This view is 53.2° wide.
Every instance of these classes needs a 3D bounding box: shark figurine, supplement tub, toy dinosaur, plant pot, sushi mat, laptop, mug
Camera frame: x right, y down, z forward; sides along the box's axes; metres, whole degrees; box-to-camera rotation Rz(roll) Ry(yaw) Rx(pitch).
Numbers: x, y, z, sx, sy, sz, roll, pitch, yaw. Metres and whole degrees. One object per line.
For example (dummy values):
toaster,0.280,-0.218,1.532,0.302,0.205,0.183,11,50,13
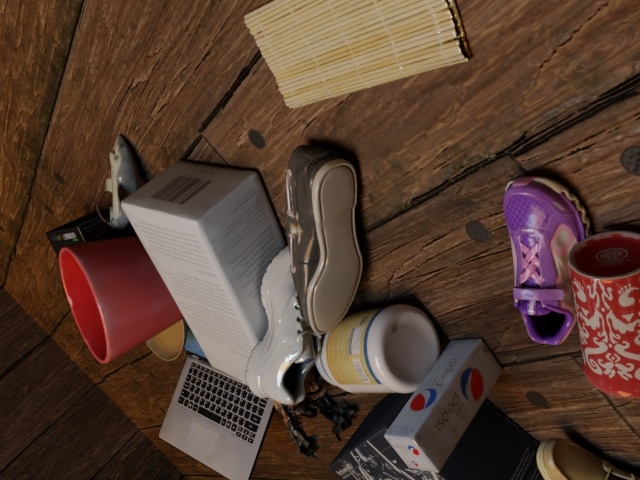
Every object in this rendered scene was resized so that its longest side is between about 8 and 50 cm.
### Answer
shark figurine,-0.414,-0.080,1.408,0.166,0.116,0.278,68,148,29
supplement tub,0.092,0.191,1.106,0.144,0.144,0.200,53,147,-12
toy dinosaur,-0.038,0.378,1.497,0.218,0.164,0.322,42,168,30
plant pot,-0.414,0.103,1.423,0.275,0.243,0.274,32,133,43
sushi mat,0.032,-0.257,0.797,0.317,0.019,0.151,-2,124,48
laptop,-0.329,0.387,1.708,0.382,0.407,0.236,12,169,40
plant pot,-0.424,0.204,1.712,0.236,0.032,0.236,16,113,42
mug,0.362,0.073,0.737,0.169,0.150,0.113,65,173,-28

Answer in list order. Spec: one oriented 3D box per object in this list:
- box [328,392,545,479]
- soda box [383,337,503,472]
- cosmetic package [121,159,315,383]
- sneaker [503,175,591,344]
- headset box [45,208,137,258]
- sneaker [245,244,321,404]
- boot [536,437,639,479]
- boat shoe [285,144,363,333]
box,0.224,0.434,1.203,0.312,0.179,0.343,40,146,9
soda box,0.196,0.251,0.996,0.074,0.216,0.069,54,147,-13
cosmetic package,-0.173,0.080,1.256,0.230,0.161,0.453,14,136,39
sneaker,0.273,0.035,0.781,0.095,0.104,0.236,6,130,45
headset box,-0.547,0.072,1.637,0.246,0.131,0.283,-4,113,50
sneaker,-0.043,0.152,1.145,0.129,0.111,0.297,14,97,50
boot,0.473,0.367,0.935,0.262,0.095,0.203,39,147,5
boat shoe,0.000,0.000,1.031,0.095,0.112,0.335,39,140,41
